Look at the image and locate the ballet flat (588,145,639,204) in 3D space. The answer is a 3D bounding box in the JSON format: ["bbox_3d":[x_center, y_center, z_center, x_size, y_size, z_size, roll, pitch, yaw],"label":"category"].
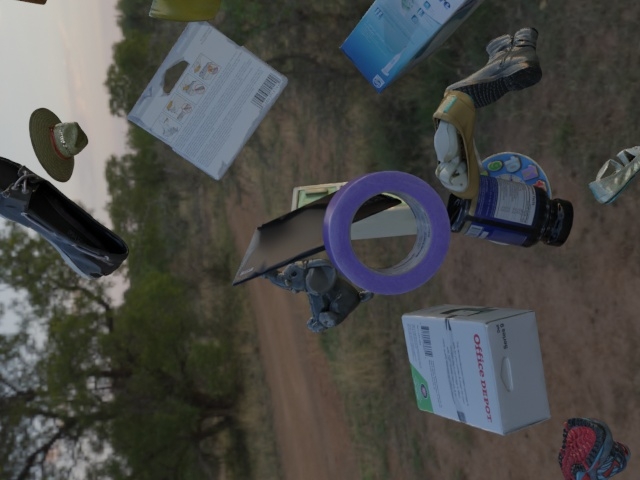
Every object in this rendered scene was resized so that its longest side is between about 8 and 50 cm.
[{"bbox_3d":[0.517,-0.127,1.198,0.052,0.168,0.057,49,156,5],"label":"ballet flat"}]

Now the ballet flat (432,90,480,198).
[{"bbox_3d":[0.215,-0.139,1.166,0.080,0.073,0.232,25,148,33],"label":"ballet flat"}]

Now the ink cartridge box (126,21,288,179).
[{"bbox_3d":[-0.264,-0.336,1.673,0.296,0.261,0.066,-53,13,10],"label":"ink cartridge box"}]

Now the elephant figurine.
[{"bbox_3d":[-0.016,0.108,1.861,0.169,0.186,0.239,-22,101,43],"label":"elephant figurine"}]

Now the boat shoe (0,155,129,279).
[{"bbox_3d":[-0.495,-0.058,1.304,0.335,0.096,0.112,46,-147,-29],"label":"boat shoe"}]

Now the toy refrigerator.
[{"bbox_3d":[0.076,-0.069,1.545,0.094,0.270,0.102,71,-162,-49],"label":"toy refrigerator"}]

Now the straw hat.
[{"bbox_3d":[-0.444,-0.177,1.241,0.144,0.061,0.144,-14,-90,-82],"label":"straw hat"}]

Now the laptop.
[{"bbox_3d":[0.000,0.000,1.317,0.234,0.264,0.136,-22,70,34],"label":"laptop"}]

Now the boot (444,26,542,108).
[{"bbox_3d":[0.427,-0.427,1.756,0.083,0.247,0.161,48,-145,-44],"label":"boot"}]

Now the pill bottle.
[{"bbox_3d":[0.364,-0.054,1.365,0.123,0.219,0.122,-168,90,-87],"label":"pill bottle"}]

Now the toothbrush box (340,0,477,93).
[{"bbox_3d":[0.201,-0.436,1.304,0.126,0.216,0.295,49,148,-1],"label":"toothbrush box"}]

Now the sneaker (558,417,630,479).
[{"bbox_3d":[0.558,0.417,1.420,0.261,0.125,0.104,78,177,-54],"label":"sneaker"}]

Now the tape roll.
[{"bbox_3d":[0.101,-0.013,1.100,0.080,0.189,0.188,-156,62,-82],"label":"tape roll"}]

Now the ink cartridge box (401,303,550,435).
[{"bbox_3d":[0.297,0.242,1.387,0.289,0.122,0.211,-5,95,66],"label":"ink cartridge box"}]

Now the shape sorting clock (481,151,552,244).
[{"bbox_3d":[0.413,-0.093,1.572,0.206,0.040,0.206,1,92,35],"label":"shape sorting clock"}]

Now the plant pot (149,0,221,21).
[{"bbox_3d":[-0.200,-0.397,1.103,0.134,0.095,0.134,-162,90,-73],"label":"plant pot"}]

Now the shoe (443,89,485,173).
[{"bbox_3d":[0.316,-0.237,1.561,0.076,0.058,0.218,40,-140,-63],"label":"shoe"}]

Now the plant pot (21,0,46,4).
[{"bbox_3d":[-0.619,-0.570,1.345,0.291,0.291,0.203,-124,42,-70],"label":"plant pot"}]
